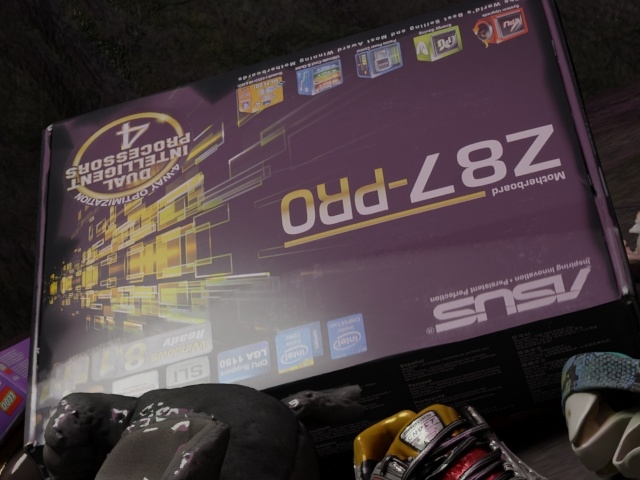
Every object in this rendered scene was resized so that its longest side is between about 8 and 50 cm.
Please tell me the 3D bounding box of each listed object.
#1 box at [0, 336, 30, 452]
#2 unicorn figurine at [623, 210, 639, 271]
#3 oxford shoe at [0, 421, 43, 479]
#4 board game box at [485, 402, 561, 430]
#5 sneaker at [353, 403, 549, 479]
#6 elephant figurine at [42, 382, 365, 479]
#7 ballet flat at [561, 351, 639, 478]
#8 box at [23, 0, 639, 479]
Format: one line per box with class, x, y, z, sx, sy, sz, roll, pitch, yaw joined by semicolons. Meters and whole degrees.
box;-0.318;0.188;1.598;0.201;0.057;0.293;-53;0;4
unicorn figurine;0.303;-0.017;1.363;0.162;0.060;0.111;-41;5;3
oxford shoe;-0.169;0.167;1.494;0.271;0.097;0.098;-33;21;-23
board game box;0.128;0.088;1.248;0.145;0.027;0.281;-22;6;21
sneaker;0.064;0.129;0.803;0.088;0.093;0.225;-27;6;-17
elephant figurine;-0.070;0.172;0.862;0.169;0.186;0.239;17;12;-11
ballet flat;0.163;0.094;0.881;0.070;0.070;0.188;-27;3;-20
box;0.000;0.000;1.168;0.395;0.097;0.318;-14;46;9
